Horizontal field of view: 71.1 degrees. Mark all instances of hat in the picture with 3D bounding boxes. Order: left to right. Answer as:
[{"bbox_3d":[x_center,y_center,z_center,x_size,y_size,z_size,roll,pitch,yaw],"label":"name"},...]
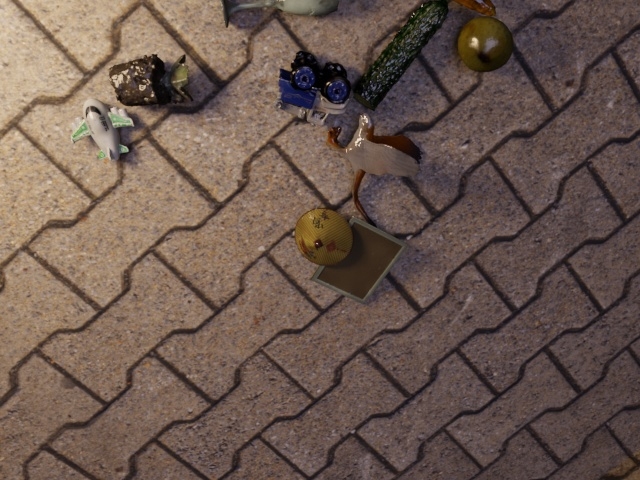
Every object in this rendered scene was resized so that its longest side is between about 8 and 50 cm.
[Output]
[{"bbox_3d":[0.000,0.000,1.373,0.193,0.082,0.192,5,108,15],"label":"hat"}]

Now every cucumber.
[{"bbox_3d":[0.231,-0.540,1.277,0.096,0.096,0.359,36,98,-16],"label":"cucumber"}]

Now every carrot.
[{"bbox_3d":[0.350,-0.706,1.232,0.315,0.066,0.066,31,100,-2],"label":"carrot"}]

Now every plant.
[{"bbox_3d":[-0.443,-0.422,1.193,0.204,0.131,0.142,-16,105,-5],"label":"plant"}]

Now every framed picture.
[{"bbox_3d":[0.124,0.070,1.451,0.217,0.017,0.274,28,114,-15],"label":"framed picture"}]

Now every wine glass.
[{"bbox_3d":[-0.102,-0.574,1.248,0.310,0.096,0.264,-10,127,-6],"label":"wine glass"}]

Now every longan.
[{"bbox_3d":[0.476,-0.569,1.288,0.154,0.145,0.176,55,52,-36],"label":"longan"}]

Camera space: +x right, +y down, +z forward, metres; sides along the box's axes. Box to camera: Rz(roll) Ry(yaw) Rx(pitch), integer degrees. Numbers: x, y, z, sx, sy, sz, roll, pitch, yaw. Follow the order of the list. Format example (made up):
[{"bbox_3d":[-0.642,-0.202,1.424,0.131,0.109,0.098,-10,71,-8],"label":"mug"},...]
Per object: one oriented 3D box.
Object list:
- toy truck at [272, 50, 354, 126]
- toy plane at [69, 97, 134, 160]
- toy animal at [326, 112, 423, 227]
[{"bbox_3d":[-0.021,-0.414,1.260,0.214,0.161,0.176,15,123,-13],"label":"toy truck"},{"bbox_3d":[-0.599,-0.303,1.232,0.174,0.080,0.173,-2,104,-7],"label":"toy plane"},{"bbox_3d":[0.133,-0.221,1.366,0.302,0.225,0.284,36,119,-4],"label":"toy animal"}]
